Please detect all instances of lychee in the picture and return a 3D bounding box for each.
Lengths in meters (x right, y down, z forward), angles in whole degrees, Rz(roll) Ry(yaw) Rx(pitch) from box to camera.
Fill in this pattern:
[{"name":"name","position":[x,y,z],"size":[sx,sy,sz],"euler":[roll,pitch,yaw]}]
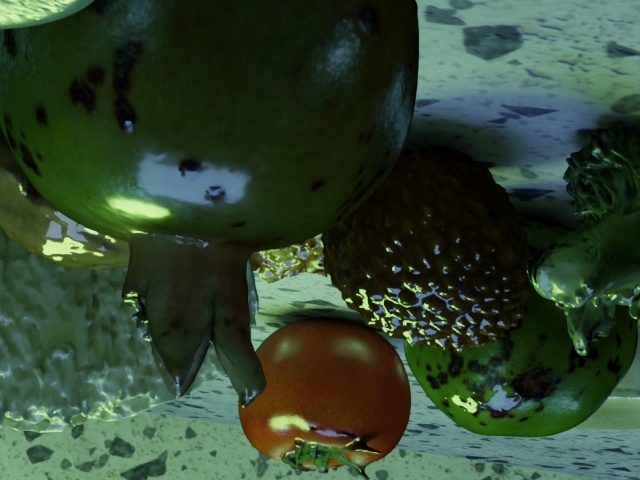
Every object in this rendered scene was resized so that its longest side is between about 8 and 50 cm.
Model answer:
[{"name":"lychee","position":[0.091,-0.001,1.369],"size":[0.238,0.200,0.200],"euler":[49,160,-1]}]

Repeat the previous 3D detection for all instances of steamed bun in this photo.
[{"name":"steamed bun","position":[-0.191,0.037,1.473],"size":[0.272,0.290,0.273],"euler":[0,-178,4]},{"name":"steamed bun","position":[0.344,0.132,1.781],"size":[0.146,0.164,0.241],"euler":[1,162,16]}]

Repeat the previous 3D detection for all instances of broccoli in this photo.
[{"name":"broccoli","position":[0.237,0.012,1.249],"size":[0.275,0.177,0.198],"euler":[-31,165,-38]}]

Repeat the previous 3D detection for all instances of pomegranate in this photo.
[{"name":"pomegranate","position":[0.214,0.084,1.548],"size":[0.254,0.254,0.270],"euler":[12,150,-18]},{"name":"pomegranate","position":[-0.092,-0.079,0.923],"size":[0.291,0.323,0.291],"euler":[25,180,0]}]

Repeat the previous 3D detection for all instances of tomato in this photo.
[{"name":"tomato","position":[0.007,0.231,2.182],"size":[0.256,0.224,0.256],"euler":[6,160,2]}]

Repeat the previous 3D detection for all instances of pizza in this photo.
[{"name":"pizza","position":[0.000,0.000,1.609],"size":[0.335,0.086,0.226],"euler":[-10,156,43]}]

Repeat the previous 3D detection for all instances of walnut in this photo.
[{"name":"walnut","position":[-0.196,-0.046,1.279],"size":[0.238,0.204,0.141],"euler":[12,125,-18]}]

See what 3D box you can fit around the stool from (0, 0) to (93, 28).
[{"name":"stool","position":[-0.174,-0.219,0.667],"size":[0.195,0.198,0.195],"euler":[15,162,-21]}]
